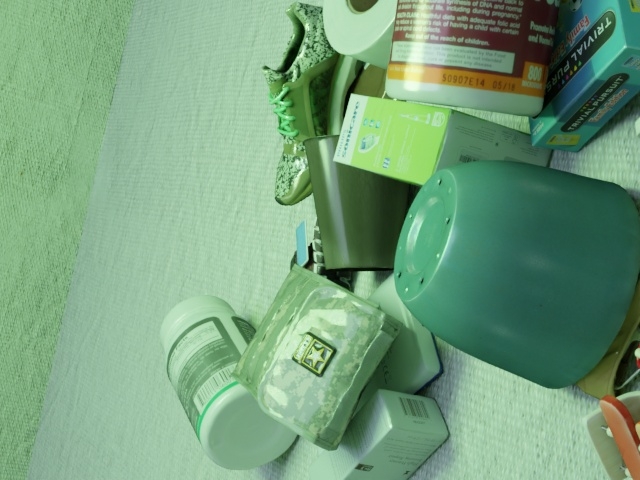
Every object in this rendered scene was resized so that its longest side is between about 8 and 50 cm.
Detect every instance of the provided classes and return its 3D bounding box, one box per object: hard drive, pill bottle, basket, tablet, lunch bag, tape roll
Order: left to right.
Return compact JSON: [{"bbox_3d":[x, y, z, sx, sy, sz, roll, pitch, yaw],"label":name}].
[{"bbox_3d":[-0.190,0.269,2.110,0.204,0.204,0.361,-65,32,18],"label":"pill bottle"},{"bbox_3d":[-0.033,0.007,1.970,0.054,0.006,0.083,133,137,-60],"label":"tablet"},{"bbox_3d":[-0.001,0.188,1.730,0.235,0.169,0.287,-61,23,-3],"label":"lunch bag"},{"bbox_3d":[0.073,-0.061,1.854,0.154,0.204,0.226,163,107,-74],"label":"basket"},{"bbox_3d":[0.081,0.221,1.845,0.318,0.040,0.210,-49,40,38],"label":"hard drive"},{"bbox_3d":[0.119,-0.418,1.689,0.286,0.100,0.286,-31,53,52],"label":"tape roll"},{"bbox_3d":[0.224,-0.377,1.461,0.224,0.224,0.392,22,107,59],"label":"pill bottle"}]

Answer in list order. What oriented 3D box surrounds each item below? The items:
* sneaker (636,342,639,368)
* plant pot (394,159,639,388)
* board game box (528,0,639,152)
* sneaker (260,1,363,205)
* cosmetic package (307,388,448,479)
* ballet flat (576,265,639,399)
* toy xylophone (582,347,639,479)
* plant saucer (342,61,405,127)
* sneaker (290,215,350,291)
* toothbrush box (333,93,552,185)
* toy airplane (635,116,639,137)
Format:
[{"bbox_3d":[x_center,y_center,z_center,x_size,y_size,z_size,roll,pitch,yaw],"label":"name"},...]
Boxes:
[{"bbox_3d":[0.452,0.130,1.191,0.221,0.128,0.087,-30,54,52],"label":"sneaker"},{"bbox_3d":[0.239,0.025,1.409,0.293,0.235,0.293,-162,90,-76],"label":"plant pot"},{"bbox_3d":[0.368,-0.334,1.497,0.254,0.079,0.336,125,147,-59],"label":"board game box"},{"bbox_3d":[-0.051,-0.273,2.040,0.158,0.182,0.410,18,94,59],"label":"sneaker"},{"bbox_3d":[0.089,0.344,1.711,0.231,0.117,0.085,-56,35,32],"label":"cosmetic package"},{"bbox_3d":[0.408,0.107,1.347,0.073,0.080,0.232,37,115,27],"label":"ballet flat"},{"bbox_3d":[0.416,0.246,1.151,0.081,0.236,0.323,-37,21,-14],"label":"toy xylophone"},{"bbox_3d":[0.084,-0.310,2.054,0.278,0.041,0.277,-31,52,50],"label":"plant saucer"},{"bbox_3d":[0.000,0.000,2.007,0.162,0.106,0.281,19,95,62],"label":"sneaker"},{"bbox_3d":[0.185,-0.138,1.658,0.283,0.206,0.122,24,100,58],"label":"toothbrush box"},{"bbox_3d":[0.481,-0.201,1.136,0.386,0.272,0.384,45,117,55],"label":"toy airplane"}]
